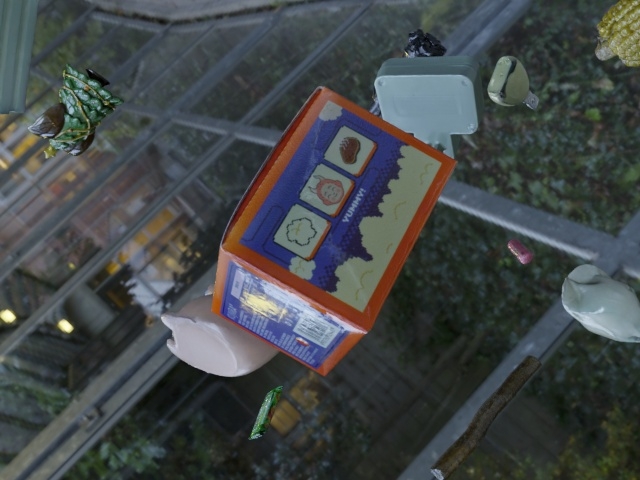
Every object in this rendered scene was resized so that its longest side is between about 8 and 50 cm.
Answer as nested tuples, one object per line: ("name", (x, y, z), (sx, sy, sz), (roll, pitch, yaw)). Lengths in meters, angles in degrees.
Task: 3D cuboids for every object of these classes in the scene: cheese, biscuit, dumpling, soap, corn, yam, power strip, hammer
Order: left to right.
("soap", (-0.573, -0.352, 1.306), (0.094, 0.261, 0.150), (22, -161, 19))
("biscuit", (-0.082, 0.263, 1.161), (0.016, 0.089, 0.046), (32, 141, -13))
("power strip", (0.255, -0.286, 1.773), (0.230, 0.141, 0.261), (5, 140, 23))
("yam", (0.348, 0.366, 1.587), (0.045, 0.327, 0.045), (33, 163, 40))
("cheese", (0.546, -0.412, 2.104), (0.054, 0.127, 0.252), (24, -176, 39))
("hammer", (0.547, 0.030, 2.094), (0.043, 0.043, 0.083), (55, -179, -44))
("dumpling", (0.598, 0.129, 1.583), (0.229, 0.151, 0.124), (28, 134, -9))
("corn", (0.576, -0.388, 1.213), (0.119, 0.119, 0.322), (45, 136, -4))

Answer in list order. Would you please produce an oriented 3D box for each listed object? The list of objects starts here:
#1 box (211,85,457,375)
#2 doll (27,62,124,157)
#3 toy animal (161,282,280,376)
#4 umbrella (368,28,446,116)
("box", (0.000, 0.000, 1.244), (0.257, 0.318, 0.348), (28, 159, 1))
("doll", (-0.275, -0.142, 0.882), (0.077, 0.113, 0.078), (12, 167, 31))
("toy animal", (-0.145, 0.154, 1.502), (0.213, 0.256, 0.195), (22, 137, 32))
("umbrella", (0.213, -0.425, 2.014), (0.272, 0.110, 0.122), (-47, 62, 40))
